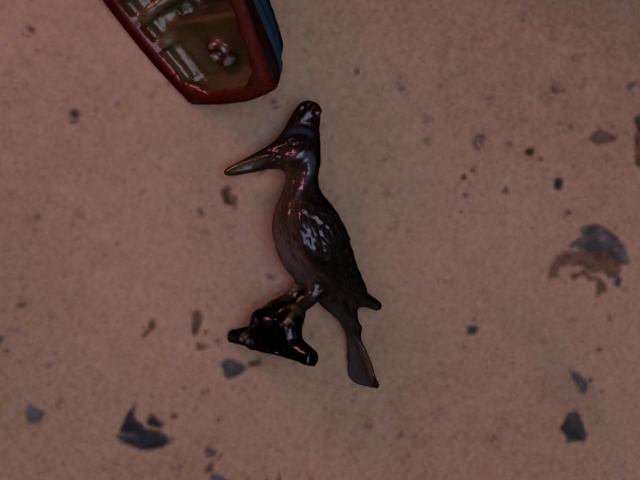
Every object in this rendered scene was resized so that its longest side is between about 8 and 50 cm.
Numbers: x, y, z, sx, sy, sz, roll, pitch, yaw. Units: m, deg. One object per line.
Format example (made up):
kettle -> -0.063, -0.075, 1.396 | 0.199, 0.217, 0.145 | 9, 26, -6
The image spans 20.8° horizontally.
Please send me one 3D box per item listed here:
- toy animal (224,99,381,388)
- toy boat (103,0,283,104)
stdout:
toy animal -> -0.008, 0.006, 1.189 | 0.105, 0.070, 0.203 | -6, 93, -26
toy boat -> -0.139, -0.256, 1.085 | 0.079, 0.136, 0.392 | -51, 121, -36
